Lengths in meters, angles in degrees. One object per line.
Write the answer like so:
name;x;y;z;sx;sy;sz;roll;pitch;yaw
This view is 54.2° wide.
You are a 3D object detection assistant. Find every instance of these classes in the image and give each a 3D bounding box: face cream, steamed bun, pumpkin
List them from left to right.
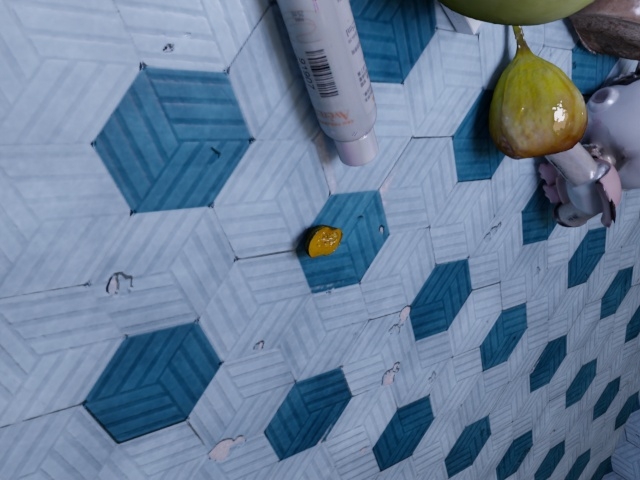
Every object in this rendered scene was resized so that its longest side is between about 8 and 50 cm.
pumpkin;0.000;-0.001;0.922;0.083;0.028;0.050;8;109;-55
face cream;0.019;-0.207;0.781;0.082;0.082;0.268;-40;134;-20
steamed bun;0.595;-0.447;1.108;0.301;0.199;0.251;6;108;-45

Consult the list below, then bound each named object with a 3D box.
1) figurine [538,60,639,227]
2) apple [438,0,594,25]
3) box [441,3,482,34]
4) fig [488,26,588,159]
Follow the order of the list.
figurine;0.621;-0.181;1.278;0.361;0.211;0.253;-39;139;-16
apple;0.232;-0.401;0.734;0.292;0.254;0.291;-10;113;-26
box;0.239;-0.392;0.917;0.084;0.040;0.154;35;86;-46
fig;0.345;-0.259;1.044;0.159;0.159;0.256;-30;111;-29
